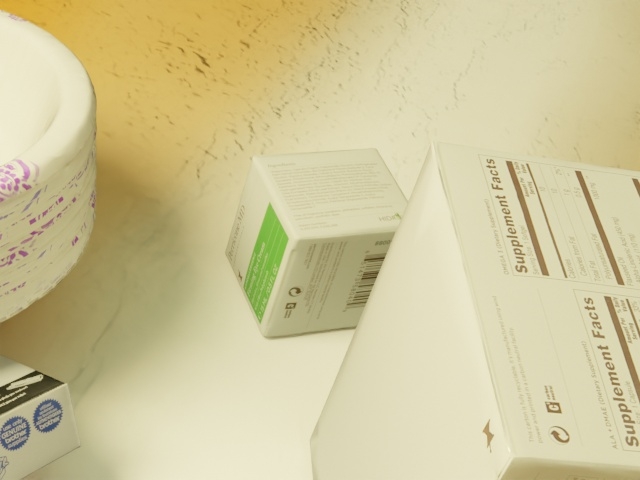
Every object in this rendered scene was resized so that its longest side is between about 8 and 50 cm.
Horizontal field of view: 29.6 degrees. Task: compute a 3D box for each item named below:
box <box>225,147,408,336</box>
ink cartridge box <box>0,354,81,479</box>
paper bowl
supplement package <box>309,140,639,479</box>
[{"bbox_3d":[0.000,0.000,0.858,0.102,0.101,0.087,-5,46,-25],"label":"box"},{"bbox_3d":[-0.242,0.125,0.644,0.097,0.046,0.207,13,30,43],"label":"ink cartridge box"},{"bbox_3d":[-0.279,-0.031,0.731,0.284,0.148,0.284,5,36,-4],"label":"paper bowl"},{"bbox_3d":[0.101,0.115,0.651,0.145,0.262,0.204,7,43,-14],"label":"supplement package"}]
